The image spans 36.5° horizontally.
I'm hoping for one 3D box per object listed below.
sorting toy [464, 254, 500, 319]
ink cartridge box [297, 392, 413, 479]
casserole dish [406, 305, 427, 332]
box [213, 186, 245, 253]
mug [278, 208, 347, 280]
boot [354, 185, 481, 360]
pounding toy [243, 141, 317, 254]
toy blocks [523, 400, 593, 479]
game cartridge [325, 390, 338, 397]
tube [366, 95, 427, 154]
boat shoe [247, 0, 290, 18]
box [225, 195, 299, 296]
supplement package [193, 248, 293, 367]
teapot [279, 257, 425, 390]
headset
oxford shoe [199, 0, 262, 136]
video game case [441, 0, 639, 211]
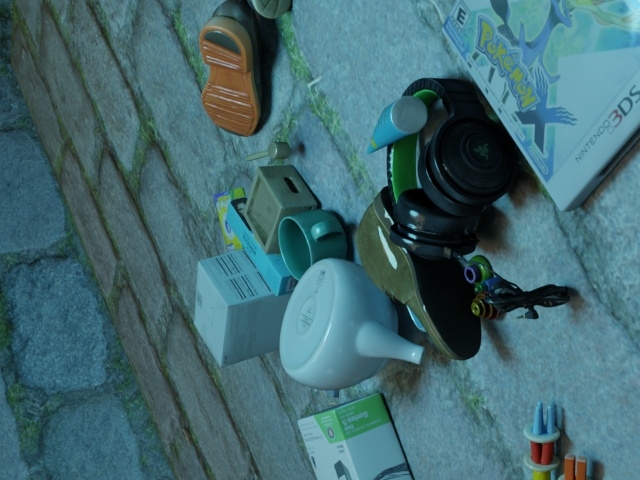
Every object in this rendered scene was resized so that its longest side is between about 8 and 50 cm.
[{"bbox_3d":[0.240,0.073,1.467,0.061,0.042,0.102,-38,70,62],"label":"sorting toy"},{"bbox_3d":[0.079,0.456,1.908,0.198,0.115,0.273,-36,72,62],"label":"ink cartridge box"},{"bbox_3d":[0.168,0.074,1.616,0.188,0.037,0.114,68,153,10],"label":"casserole dish"},{"bbox_3d":[-0.195,-0.029,2.259,0.105,0.043,0.179,-7,99,64],"label":"box"},{"bbox_3d":[-0.001,0.007,1.838,0.158,0.097,0.129,22,123,57],"label":"mug"},{"bbox_3d":[0.151,0.068,1.532,0.115,0.112,0.305,-48,57,40],"label":"boot"},{"bbox_3d":[-0.078,-0.110,1.941,0.181,0.094,0.206,58,141,39],"label":"pounding toy"},{"bbox_3d":[0.341,0.315,1.391,0.123,0.054,0.148,30,129,56],"label":"toy blocks"},{"bbox_3d":[0.019,0.288,2.048,0.056,0.017,0.083,23,124,53],"label":"game cartridge"},{"bbox_3d":[0.106,-0.171,1.418,0.080,0.052,0.207,-61,8,-5],"label":"tube"},{"bbox_3d":[-0.125,-0.550,1.772,0.092,0.103,0.285,18,126,54],"label":"boat shoe"},{"bbox_3d":[-0.099,0.004,2.025,0.244,0.100,0.060,53,146,35],"label":"box"},{"bbox_3d":[-0.146,0.132,2.070,0.149,0.203,0.194,53,146,37],"label":"supplement package"},{"bbox_3d":[0.053,0.162,1.741,0.252,0.187,0.256,-51,30,37],"label":"teapot"},{"bbox_3d":[0.212,-0.061,1.394,0.243,0.185,0.394,111,151,-45],"label":"headset"},{"bbox_3d":[-0.161,-0.345,1.969,0.130,0.132,0.363,20,151,6],"label":"oxford shoe"},{"bbox_3d":[0.292,-0.247,1.198,0.329,0.036,0.300,62,151,23],"label":"video game case"}]
